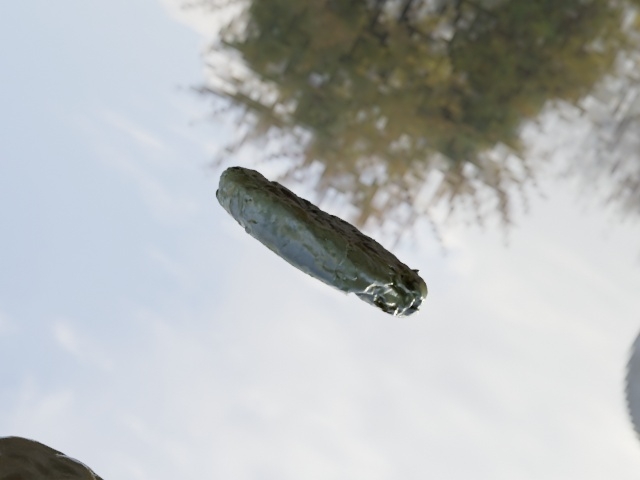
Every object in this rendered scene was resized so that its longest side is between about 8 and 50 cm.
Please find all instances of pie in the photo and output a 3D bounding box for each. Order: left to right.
[{"bbox_3d":[0.000,0.000,0.616,0.084,0.020,0.084,32,-176,-2],"label":"pie"}]

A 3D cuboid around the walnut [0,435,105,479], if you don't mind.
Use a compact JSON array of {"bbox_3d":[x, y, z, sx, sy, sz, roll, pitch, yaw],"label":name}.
[{"bbox_3d":[-0.201,0.228,0.958,0.283,0.227,0.283,-16,-90,-76],"label":"walnut"}]
